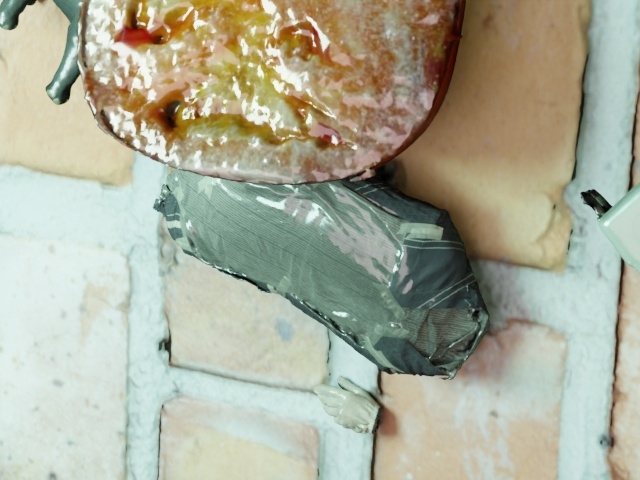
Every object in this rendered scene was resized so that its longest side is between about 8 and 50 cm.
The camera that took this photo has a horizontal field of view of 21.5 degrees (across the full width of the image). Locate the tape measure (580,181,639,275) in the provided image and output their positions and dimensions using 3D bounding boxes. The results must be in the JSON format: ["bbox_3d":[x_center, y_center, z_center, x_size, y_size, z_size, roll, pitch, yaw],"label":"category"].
[{"bbox_3d":[0.394,-0.052,1.267,0.351,0.098,0.215,-40,80,23],"label":"tape measure"}]

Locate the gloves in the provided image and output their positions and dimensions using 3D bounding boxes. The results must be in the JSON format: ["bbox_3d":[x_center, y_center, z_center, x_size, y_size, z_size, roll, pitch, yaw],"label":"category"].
[{"bbox_3d":[0.030,0.151,1.534,0.081,0.037,0.044,15,72,30],"label":"gloves"}]

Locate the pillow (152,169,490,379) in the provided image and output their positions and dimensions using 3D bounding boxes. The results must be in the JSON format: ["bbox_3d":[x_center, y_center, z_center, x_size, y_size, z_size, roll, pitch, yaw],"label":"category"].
[{"bbox_3d":[0.000,0.000,1.481,0.335,0.092,0.161,27,121,19],"label":"pillow"}]

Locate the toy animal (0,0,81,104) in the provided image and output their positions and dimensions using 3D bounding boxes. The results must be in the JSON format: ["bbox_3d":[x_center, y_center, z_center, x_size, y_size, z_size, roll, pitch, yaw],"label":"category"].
[{"bbox_3d":[-0.197,-0.188,1.548,0.269,0.082,0.137,44,118,13],"label":"toy animal"}]

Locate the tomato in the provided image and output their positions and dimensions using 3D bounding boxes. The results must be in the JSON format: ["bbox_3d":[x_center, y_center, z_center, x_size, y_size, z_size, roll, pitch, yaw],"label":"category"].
[{"bbox_3d":[-0.027,-0.193,1.411,0.338,0.144,0.338,-1,86,12],"label":"tomato"}]
